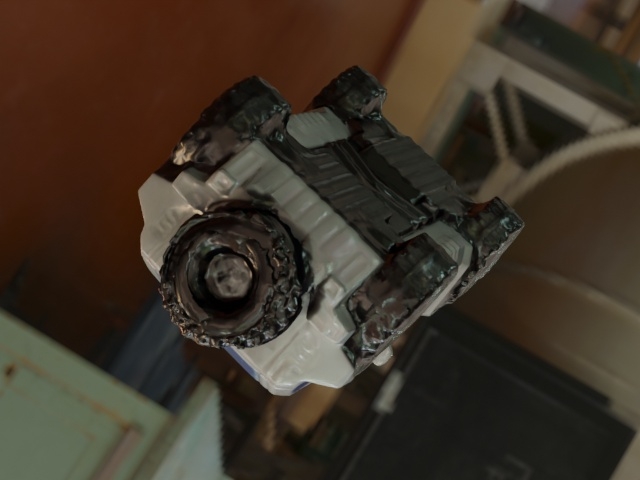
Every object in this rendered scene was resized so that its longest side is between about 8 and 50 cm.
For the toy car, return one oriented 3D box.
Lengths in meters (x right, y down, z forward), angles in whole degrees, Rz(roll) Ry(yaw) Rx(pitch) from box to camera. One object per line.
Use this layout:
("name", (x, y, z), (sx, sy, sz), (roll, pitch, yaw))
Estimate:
("toy car", (0.000, 0.000, 0.479), (0.070, 0.080, 0.170), (-48, 173, 18))
